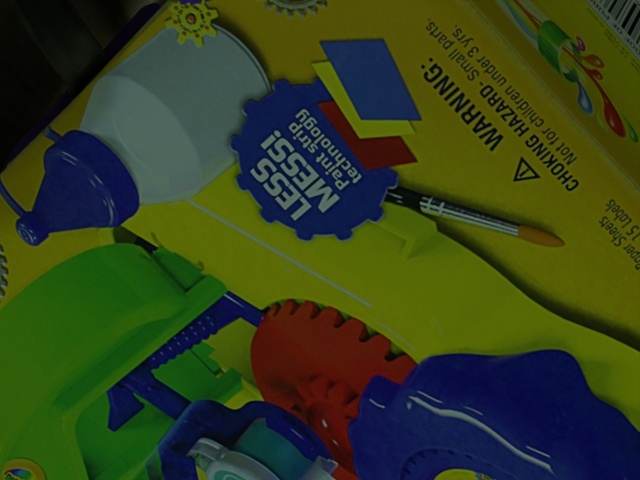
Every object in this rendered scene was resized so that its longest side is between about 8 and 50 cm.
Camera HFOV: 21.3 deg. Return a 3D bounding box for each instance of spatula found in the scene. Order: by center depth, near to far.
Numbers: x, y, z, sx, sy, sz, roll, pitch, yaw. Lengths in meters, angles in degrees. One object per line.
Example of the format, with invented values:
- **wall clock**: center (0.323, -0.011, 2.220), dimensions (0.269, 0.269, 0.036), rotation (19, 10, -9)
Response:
- **spatula**: center (-0.085, -0.080, 0.502), dimensions (0.084, 0.030, 0.296), rotation (-50, 168, -16)

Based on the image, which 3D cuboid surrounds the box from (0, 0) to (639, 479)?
- **box**: center (0.033, 0.055, 0.553), dimensions (0.279, 0.290, 0.177), rotation (-41, -175, 30)
